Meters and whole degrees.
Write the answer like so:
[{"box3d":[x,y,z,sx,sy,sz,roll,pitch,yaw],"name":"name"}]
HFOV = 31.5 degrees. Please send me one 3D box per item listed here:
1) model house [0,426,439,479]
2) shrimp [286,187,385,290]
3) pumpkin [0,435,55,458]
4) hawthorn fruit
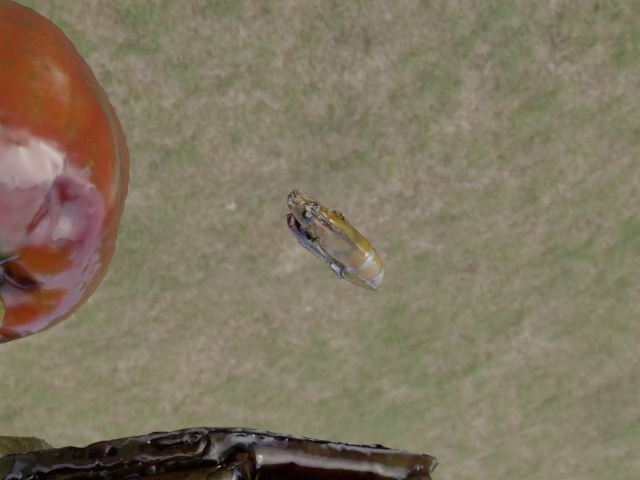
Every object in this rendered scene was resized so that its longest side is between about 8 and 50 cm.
[{"box3d":[-0.105,0.283,0.718,0.317,0.282,0.297,10,149,-11],"name":"model house"},{"box3d":[0.005,-0.006,1.060,0.045,0.095,0.162,-46,131,-5],"name":"shrimp"},{"box3d":[-0.313,0.241,1.026,0.221,0.139,0.317,8,164,-11],"name":"pumpkin"},{"box3d":[-0.279,-0.043,0.886,0.275,0.300,0.275,-14,137,-13],"name":"hawthorn fruit"}]
